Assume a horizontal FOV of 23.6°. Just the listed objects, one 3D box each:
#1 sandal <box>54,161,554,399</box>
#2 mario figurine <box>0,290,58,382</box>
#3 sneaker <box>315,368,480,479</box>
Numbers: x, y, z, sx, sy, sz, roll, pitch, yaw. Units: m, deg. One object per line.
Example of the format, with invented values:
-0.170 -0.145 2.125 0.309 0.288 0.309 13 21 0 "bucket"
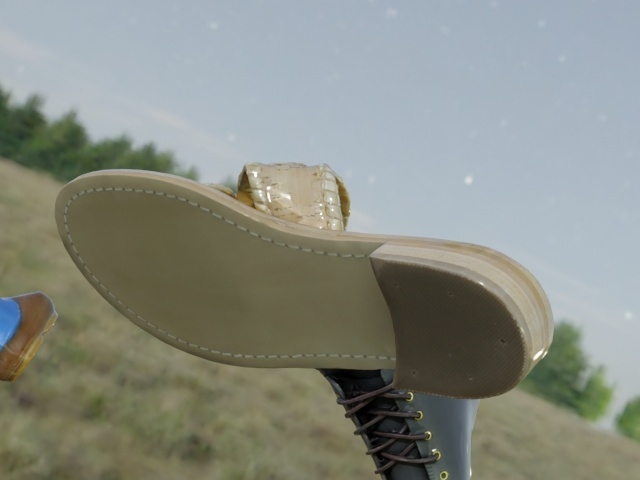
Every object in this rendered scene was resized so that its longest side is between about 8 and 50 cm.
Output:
0.001 0.006 0.658 0.240 0.088 0.079 12 33 33 "sandal"
-0.348 -0.007 1.118 0.320 0.198 0.170 43 -27 -13 "mario figurine"
0.046 0.105 1.008 0.083 0.118 0.222 -17 -32 32 "sneaker"
